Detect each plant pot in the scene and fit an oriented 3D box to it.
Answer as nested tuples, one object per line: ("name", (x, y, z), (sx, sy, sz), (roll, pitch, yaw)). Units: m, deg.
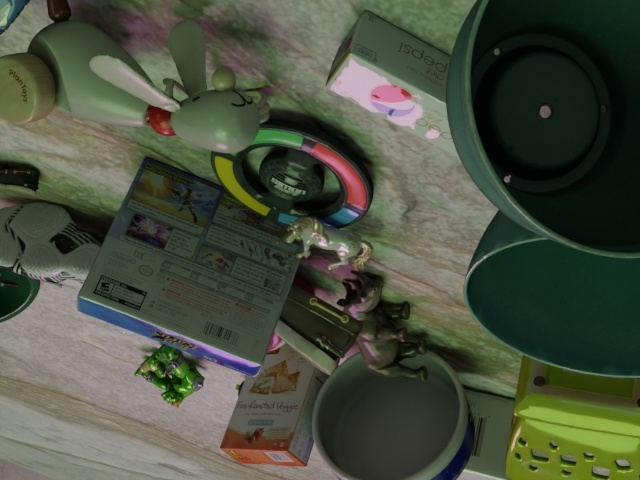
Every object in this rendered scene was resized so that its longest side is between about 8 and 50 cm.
("plant pot", (0.396, 0.226, 1.409), (0.228, 0.227, 0.207), (7, 141, 19))
("plant pot", (0.326, 0.002, 1.110), (0.290, 0.195, 0.290), (13, 149, 8))
("plant pot", (0.241, -0.131, 0.904), (0.293, 0.293, 0.196), (26, 175, -11))

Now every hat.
("hat", (-0.670, 0.051, 1.890), (0.208, 0.183, 0.173), (-31, 142, 1))

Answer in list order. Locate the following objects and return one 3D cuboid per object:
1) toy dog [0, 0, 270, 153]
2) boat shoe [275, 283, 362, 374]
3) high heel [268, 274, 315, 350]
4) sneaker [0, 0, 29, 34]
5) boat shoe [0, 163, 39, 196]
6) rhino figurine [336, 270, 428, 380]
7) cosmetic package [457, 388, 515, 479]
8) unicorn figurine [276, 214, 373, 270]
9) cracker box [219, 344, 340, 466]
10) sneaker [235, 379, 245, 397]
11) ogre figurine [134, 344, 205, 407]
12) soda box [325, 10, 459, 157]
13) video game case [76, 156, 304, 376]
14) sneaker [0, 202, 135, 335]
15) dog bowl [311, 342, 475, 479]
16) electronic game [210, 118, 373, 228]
("toy dog", (-0.222, -0.209, 1.113), (0.334, 0.220, 0.161), (6, 116, 7))
("boat shoe", (-0.081, 0.075, 1.496), (0.324, 0.096, 0.116), (37, 172, 22))
("high heel", (-0.073, 0.119, 1.652), (0.117, 0.082, 0.244), (58, 158, -2))
("sneaker", (-0.457, -0.297, 1.140), (0.296, 0.111, 0.131), (-7, 140, 35))
("boat shoe", (-0.511, -0.100, 1.549), (0.133, 0.042, 0.049), (8, 168, 17))
("rhino figurine", (0.092, 0.138, 1.566), (0.106, 0.073, 0.243), (-6, 131, 26))
("cosmetic package", (0.241, 0.446, 1.888), (0.230, 0.161, 0.453), (13, 148, 7))
("unicorn figurine", (0.000, 0.000, 1.356), (0.162, 0.060, 0.111), (3, 158, -18))
("cracker box", (-0.069, 0.284, 1.729), (0.156, 0.232, 0.067), (-7, 139, 36))
("sneaker", (-0.059, 0.328, 1.969), (0.235, 0.084, 0.097), (20, 173, -1))
("ogre figurine", (-0.305, 0.276, 1.987), (0.118, 0.097, 0.197), (43, 129, -5))
("soda box", (0.120, -0.165, 1.081), (0.216, 0.069, 0.074), (26, 148, -11))
("video game case", (-0.175, 0.036, 1.384), (0.270, 0.244, 0.061), (22, 150, -4))
("sneaker", (-0.397, 0.060, 1.642), (0.366, 0.137, 0.210), (9, 145, 9))
("dog bowl", (0.125, 0.312, 1.639), (0.265, 0.264, 0.104), (3, 147, 24))
("electronic game", (-0.040, -0.085, 1.311), (0.229, 0.048, 0.229), (14, 148, 9))
